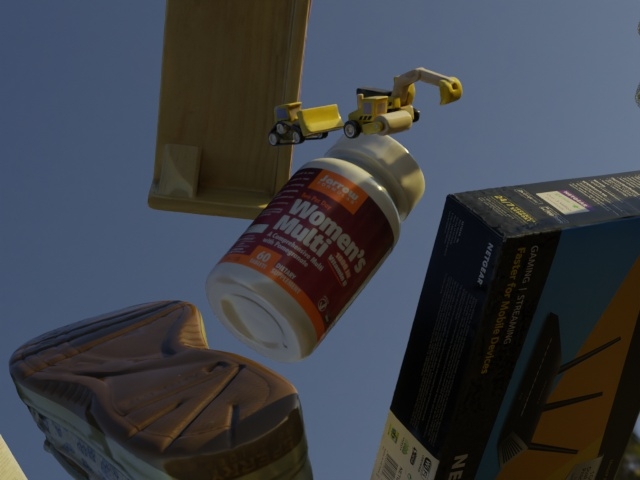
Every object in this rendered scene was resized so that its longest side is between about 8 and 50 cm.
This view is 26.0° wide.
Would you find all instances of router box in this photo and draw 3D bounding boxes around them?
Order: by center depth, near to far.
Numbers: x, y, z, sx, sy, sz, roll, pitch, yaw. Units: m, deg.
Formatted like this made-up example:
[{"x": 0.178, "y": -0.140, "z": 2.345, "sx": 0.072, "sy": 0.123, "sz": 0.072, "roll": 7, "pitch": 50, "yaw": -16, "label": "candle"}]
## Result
[{"x": 0.102, "y": 0.057, "z": 0.657, "sx": 0.133, "sy": 0.046, "sz": 0.179, "roll": -9, "pitch": -55, "yaw": -33, "label": "router box"}]

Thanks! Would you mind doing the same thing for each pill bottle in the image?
[{"x": 0.000, "y": 0.000, "z": 1.309, "sx": 0.221, "sy": 0.121, "sz": 0.121, "roll": -51, "pitch": -28, "yaw": -29, "label": "pill bottle"}]

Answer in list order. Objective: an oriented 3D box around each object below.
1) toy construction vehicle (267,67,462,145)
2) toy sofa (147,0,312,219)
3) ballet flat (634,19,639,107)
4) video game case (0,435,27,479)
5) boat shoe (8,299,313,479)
[{"x": 0.026, "y": -0.083, "z": 0.856, "sx": 0.086, "sy": 0.098, "sz": 0.035, "roll": -15, "pitch": -80, "yaw": -39, "label": "toy construction vehicle"}, {"x": -0.088, "y": -0.214, "z": 1.434, "sx": 0.150, "sy": 0.177, "sz": 0.363, "roll": 6, "pitch": -68, "yaw": -3, "label": "toy sofa"}, {"x": 0.453, "y": -0.221, "z": 1.586, "sx": 0.483, "sy": 0.182, "sz": 0.164, "roll": 84, "pitch": -165, "yaw": -47, "label": "ballet flat"}, {"x": -0.371, "y": 0.214, "z": 1.298, "sx": 0.026, "sy": 0.206, "sz": 0.227, "roll": -22, "pitch": 13, "yaw": 22, "label": "video game case"}, {"x": -0.084, "y": 0.096, "z": 0.689, "sx": 0.104, "sy": 0.285, "sz": 0.089, "roll": -20, "pitch": -74, "yaw": -17, "label": "boat shoe"}]
